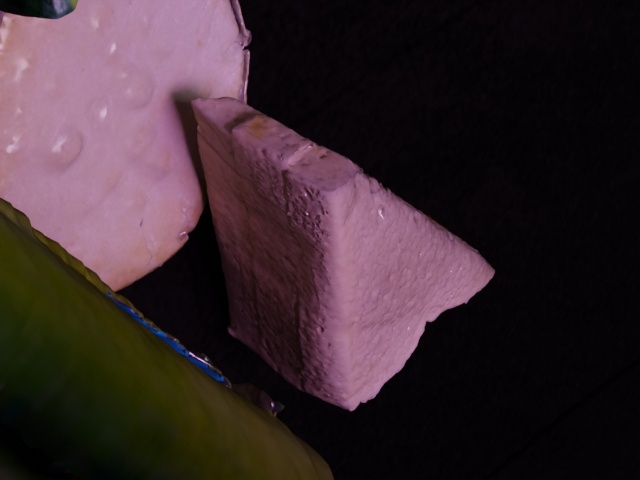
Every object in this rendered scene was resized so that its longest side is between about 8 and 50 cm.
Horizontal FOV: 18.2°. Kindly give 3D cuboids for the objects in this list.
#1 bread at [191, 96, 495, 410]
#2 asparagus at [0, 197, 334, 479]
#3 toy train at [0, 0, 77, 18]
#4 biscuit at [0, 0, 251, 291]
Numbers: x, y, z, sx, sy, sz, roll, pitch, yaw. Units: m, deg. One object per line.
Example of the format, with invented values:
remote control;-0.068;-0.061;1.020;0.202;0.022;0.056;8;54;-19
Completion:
bread;0.013;-0.017;0.790;0.105;0.077;0.152;-45;153;-28
asparagus;-0.119;0.045;0.644;0.128;0.108;0.382;-60;142;-13
toy train;-0.075;-0.180;0.619;0.132;0.083;0.200;-34;125;-28
biscuit;-0.076;-0.047;0.729;0.152;0.020;0.152;-26;125;-45
